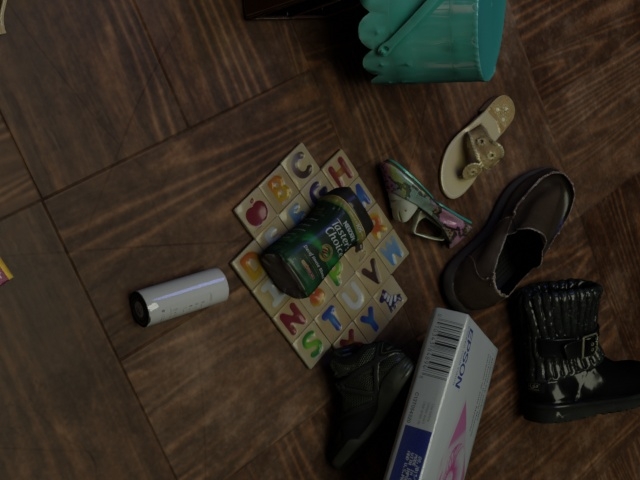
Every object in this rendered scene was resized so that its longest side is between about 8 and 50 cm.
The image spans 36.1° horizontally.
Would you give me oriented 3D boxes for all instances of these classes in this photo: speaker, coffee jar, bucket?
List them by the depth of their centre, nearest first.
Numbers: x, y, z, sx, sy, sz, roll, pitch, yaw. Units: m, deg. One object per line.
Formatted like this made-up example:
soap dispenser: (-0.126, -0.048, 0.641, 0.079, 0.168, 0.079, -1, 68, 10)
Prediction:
speaker: (-0.200, 0.081, 1.410, 0.136, 0.055, 0.055, -17, 99, -35)
coffee jar: (0.000, 0.000, 1.532, 0.184, 0.079, 0.096, -45, 114, -29)
bucket: (0.184, -0.377, 1.556, 0.281, 0.183, 0.281, 6, 90, -71)

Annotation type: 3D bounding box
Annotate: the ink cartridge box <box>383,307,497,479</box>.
ink cartridge box: (0.211, 0.307, 1.609, 0.330, 0.072, 0.324, 40, 64, -60)

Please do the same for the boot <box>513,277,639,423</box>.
boot: (0.521, 0.199, 1.896, 0.348, 0.131, 0.260, -4, 92, -36)

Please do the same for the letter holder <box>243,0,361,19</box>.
letter holder: (-0.014, -0.499, 1.461, 0.152, 0.214, 0.301, -11, 95, -36)

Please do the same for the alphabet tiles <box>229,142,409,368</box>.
alphabet tiles: (0.008, 0.027, 1.593, 0.285, 0.011, 0.342, -47, 115, -27)

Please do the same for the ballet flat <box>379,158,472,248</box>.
ballet flat: (0.171, -0.052, 1.686, 0.221, 0.077, 0.079, 35, 89, -31)

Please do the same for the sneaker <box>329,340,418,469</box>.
sneaker: (0.057, 0.253, 1.578, 0.087, 0.130, 0.227, -7, 129, -57)

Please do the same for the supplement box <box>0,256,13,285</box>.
supplement box: (-0.438, 0.053, 1.234, 0.083, 0.055, 0.043, -40, 110, -31)

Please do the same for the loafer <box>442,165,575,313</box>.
loafer: (0.375, 0.002, 1.791, 0.366, 0.130, 0.133, -49, 116, -27)

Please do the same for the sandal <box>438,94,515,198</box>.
sandal: (0.301, -0.177, 1.772, 0.088, 0.079, 0.240, 48, 63, -26)

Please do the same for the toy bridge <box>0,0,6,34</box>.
toy bridge: (-0.435, -0.356, 1.262, 0.063, 0.026, 0.188, -20, 101, -38)
